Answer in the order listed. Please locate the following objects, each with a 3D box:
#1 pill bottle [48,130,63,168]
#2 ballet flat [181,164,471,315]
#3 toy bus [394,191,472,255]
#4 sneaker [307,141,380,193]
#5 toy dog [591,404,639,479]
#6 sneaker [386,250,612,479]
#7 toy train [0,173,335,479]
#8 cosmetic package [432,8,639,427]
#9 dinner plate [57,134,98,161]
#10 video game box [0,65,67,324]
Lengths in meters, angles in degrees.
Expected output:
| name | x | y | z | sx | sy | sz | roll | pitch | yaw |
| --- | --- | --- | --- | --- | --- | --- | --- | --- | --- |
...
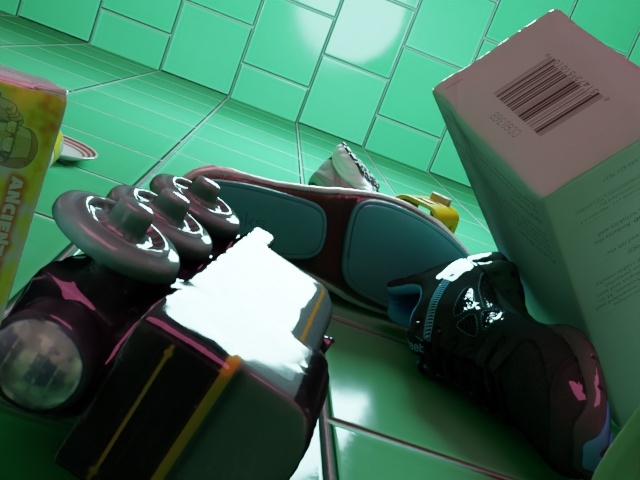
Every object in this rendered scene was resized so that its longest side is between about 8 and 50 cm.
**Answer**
| name | x | y | z | sx | sy | sz | roll | pitch | yaw |
| --- | --- | --- | --- | --- | --- | --- | --- | --- | --- |
| pill bottle | -0.343 | -0.114 | 0.950 | 0.065 | 0.065 | 0.116 | 18 | 12 | -14 |
| ballet flat | 0.000 | 0.000 | 0.938 | 0.400 | 0.139 | 0.139 | 15 | 14 | -25 |
| toy bus | 0.188 | -0.030 | 1.384 | 0.191 | 0.104 | 0.202 | 17 | 14 | -20 |
| sneaker | 0.060 | -0.045 | 1.288 | 0.100 | 0.108 | 0.271 | 43 | 12 | -41 |
| toy dog | 0.440 | 0.119 | 0.560 | 0.408 | 0.395 | 0.284 | -1 | 15 | -39 |
| sneaker | 0.160 | 0.119 | 0.764 | 0.140 | 0.125 | 0.341 | -7 | 20 | -7 |
| toy train | -0.083 | 0.057 | 0.529 | 0.190 | 0.142 | 0.334 | 35 | 10 | 0 |
| cosmetic package | 0.277 | -0.007 | 0.819 | 0.385 | 0.156 | 0.217 | 55 | 4 | -42 |
| dinner plate | -0.374 | -0.131 | 1.081 | 0.141 | 0.017 | 0.141 | 21 | 12 | -5 |
| video game box | -0.221 | 0.008 | 0.313 | 0.187 | 0.205 | 0.048 | 14 | 13 | -32 |
